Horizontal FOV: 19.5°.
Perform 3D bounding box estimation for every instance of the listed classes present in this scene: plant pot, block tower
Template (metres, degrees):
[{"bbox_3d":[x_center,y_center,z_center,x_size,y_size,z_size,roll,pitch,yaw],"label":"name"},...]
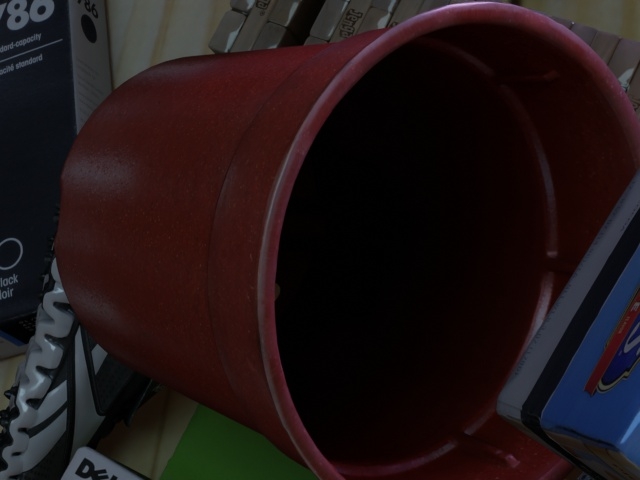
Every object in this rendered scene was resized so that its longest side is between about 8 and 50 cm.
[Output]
[{"bbox_3d":[0.000,0.000,1.047,0.265,0.272,0.272,11,74,52],"label":"plant pot"},{"bbox_3d":[0.094,-0.097,1.163,0.335,0.097,0.091,22,81,30],"label":"block tower"}]

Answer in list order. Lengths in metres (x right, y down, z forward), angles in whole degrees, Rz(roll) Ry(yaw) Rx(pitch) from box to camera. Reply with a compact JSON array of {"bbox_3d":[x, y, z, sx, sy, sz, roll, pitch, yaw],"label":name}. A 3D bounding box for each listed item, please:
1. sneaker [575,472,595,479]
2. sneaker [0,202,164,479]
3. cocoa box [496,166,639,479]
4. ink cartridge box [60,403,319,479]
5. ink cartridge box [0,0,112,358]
[{"bbox_3d":[0.183,0.153,1.017,0.299,0.121,0.112,-40,29,7],"label":"sneaker"},{"bbox_3d":[-0.146,0.094,1.198,0.106,0.078,0.234,14,105,-10],"label":"sneaker"},{"bbox_3d":[0.295,0.080,0.818,0.347,0.228,0.231,34,87,-5],"label":"cocoa box"},{"bbox_3d":[-0.059,0.173,1.126,0.188,0.097,0.255,25,82,33],"label":"ink cartridge box"},{"bbox_3d":[-0.231,-0.080,1.337,0.165,0.065,0.333,-18,62,20],"label":"ink cartridge box"}]
